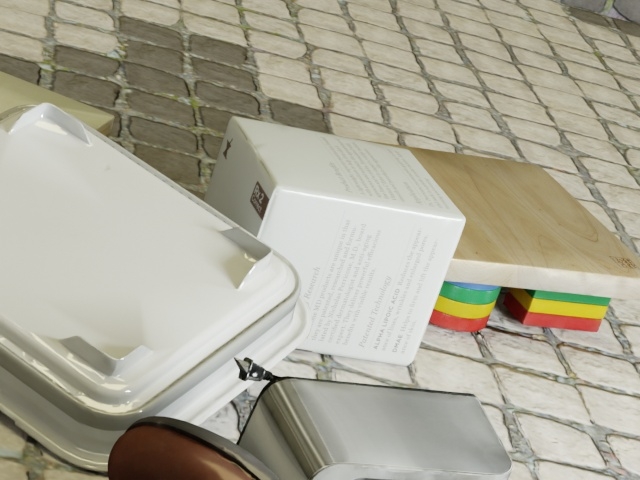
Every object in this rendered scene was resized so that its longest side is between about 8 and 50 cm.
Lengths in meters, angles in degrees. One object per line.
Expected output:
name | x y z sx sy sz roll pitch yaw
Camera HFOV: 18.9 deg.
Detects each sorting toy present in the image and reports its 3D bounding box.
sorting toy | 0.153 0.005 1.881 0.255 0.089 0.257 6 25 -28

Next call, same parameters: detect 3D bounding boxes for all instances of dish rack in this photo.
dish rack | -0.192 0.012 1.489 0.333 0.072 0.285 33 41 20

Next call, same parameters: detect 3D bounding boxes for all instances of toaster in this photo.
toaster | 0.018 0.180 1.249 0.186 0.168 0.110 8 25 -26

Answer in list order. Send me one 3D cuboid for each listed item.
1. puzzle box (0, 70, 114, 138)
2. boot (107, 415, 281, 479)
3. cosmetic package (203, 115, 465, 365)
puzzle box | -0.382 -0.089 1.725 0.272 0.052 0.409 22 22 8
boot | -0.109 0.238 0.984 0.280 0.096 0.264 -23 73 -40
cosmetic package | 0.000 0.000 1.685 0.184 0.151 0.151 10 23 -23
